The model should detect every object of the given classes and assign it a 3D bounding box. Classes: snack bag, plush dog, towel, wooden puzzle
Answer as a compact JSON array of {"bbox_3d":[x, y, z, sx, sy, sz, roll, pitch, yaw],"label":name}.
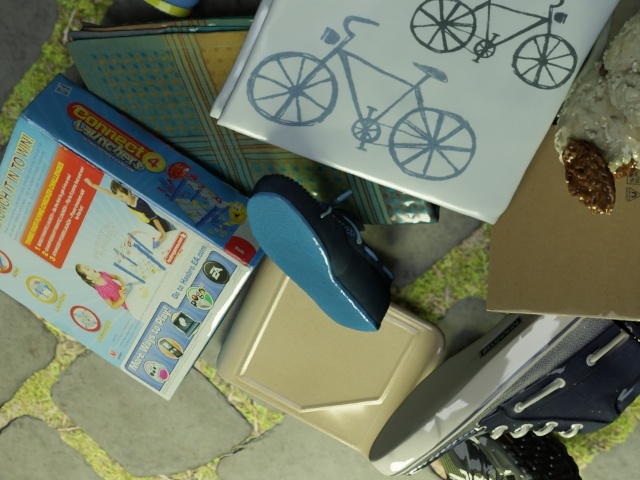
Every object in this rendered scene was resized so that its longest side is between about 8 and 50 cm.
[{"bbox_3d":[0.096,-0.199,1.487,0.323,0.037,0.342,19,123,-11],"label":"snack bag"},{"bbox_3d":[0.311,-0.138,1.435,0.210,0.262,0.225,48,127,1],"label":"plush dog"},{"bbox_3d":[-0.070,-0.127,1.659,0.370,0.040,0.271,0,130,24],"label":"towel"},{"bbox_3d":[0.010,0.130,1.819,0.239,0.044,0.221,31,125,7],"label":"wooden puzzle"}]

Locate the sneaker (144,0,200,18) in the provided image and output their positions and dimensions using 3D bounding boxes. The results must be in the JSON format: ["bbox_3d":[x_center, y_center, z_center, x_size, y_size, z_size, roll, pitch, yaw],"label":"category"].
[{"bbox_3d":[-0.212,-0.319,1.628,0.209,0.069,0.082,28,117,1],"label":"sneaker"}]

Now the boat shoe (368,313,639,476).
[{"bbox_3d":[0.221,0.181,1.684,0.340,0.127,0.158,-42,102,18],"label":"boat shoe"}]

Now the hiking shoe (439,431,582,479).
[{"bbox_3d":[0.206,0.262,1.804,0.227,0.086,0.114,37,133,8],"label":"hiking shoe"}]

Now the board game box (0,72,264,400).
[{"bbox_3d":[-0.236,0.005,1.765,0.302,0.086,0.308,34,138,-1],"label":"board game box"}]

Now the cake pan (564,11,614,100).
[{"bbox_3d":[0.152,-0.254,1.534,0.293,0.054,0.293,9,121,15],"label":"cake pan"}]

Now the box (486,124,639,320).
[{"bbox_3d":[0.258,-0.021,1.589,0.164,0.021,0.201,3,89,19],"label":"box"}]

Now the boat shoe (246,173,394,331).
[{"bbox_3d":[0.000,0.000,1.653,0.109,0.089,0.258,12,153,31],"label":"boat shoe"}]
